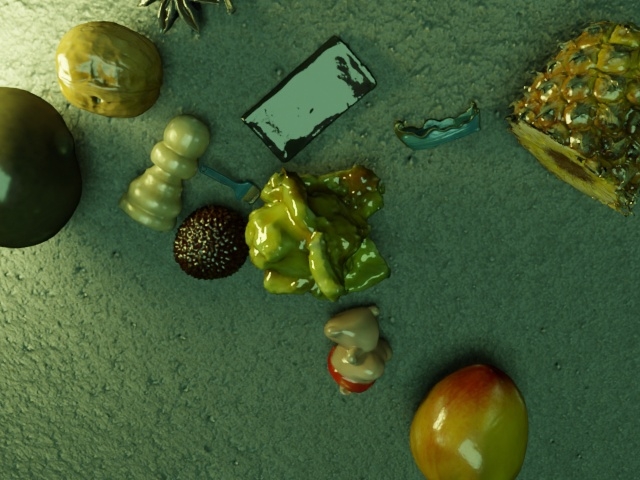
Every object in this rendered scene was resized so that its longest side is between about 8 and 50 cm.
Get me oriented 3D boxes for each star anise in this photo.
[{"bbox_3d":[-0.283,-0.528,1.497,0.262,0.081,0.230,21,111,6],"label":"star anise"}]

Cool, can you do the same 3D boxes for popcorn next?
[{"bbox_3d":[-0.005,0.010,1.579,0.326,0.321,0.290,29,148,-28],"label":"popcorn"}]

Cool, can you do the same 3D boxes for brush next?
[{"bbox_3d":[-0.206,-0.130,1.650,0.164,0.014,0.051,27,109,-35],"label":"brush"}]

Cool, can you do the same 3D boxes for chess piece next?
[{"bbox_3d":[-0.338,-0.162,1.623,0.143,0.143,0.260,27,105,-7],"label":"chess piece"}]

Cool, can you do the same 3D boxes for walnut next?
[{"bbox_3d":[-0.438,-0.354,1.520,0.222,0.195,0.195,16,111,-5],"label":"walnut"}]

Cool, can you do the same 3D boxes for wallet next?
[{"bbox_3d":[-0.024,-0.308,1.598,0.285,0.030,0.146,-39,102,15],"label":"wallet"}]

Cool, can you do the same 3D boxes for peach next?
[{"bbox_3d":[0.361,0.449,1.752,0.289,0.289,0.307,0,84,3],"label":"peach"}]

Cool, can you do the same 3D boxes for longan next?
[{"bbox_3d":[-0.668,-0.153,1.565,0.289,0.288,0.350,-1,103,3],"label":"longan"}]

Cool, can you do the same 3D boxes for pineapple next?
[{"bbox_3d":[0.570,-0.248,1.433,0.352,0.352,0.300,40,101,-12],"label":"pineapple"}]

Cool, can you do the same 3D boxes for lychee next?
[{"bbox_3d":[-0.249,0.008,1.659,0.188,0.188,0.188,1,111,3],"label":"lychee"}]

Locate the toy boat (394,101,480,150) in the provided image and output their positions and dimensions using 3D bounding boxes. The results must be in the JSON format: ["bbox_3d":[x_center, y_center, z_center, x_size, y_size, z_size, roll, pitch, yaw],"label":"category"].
[{"bbox_3d":[0.255,-0.253,1.579,0.186,0.075,0.077,-18,112,14],"label":"toy boat"}]

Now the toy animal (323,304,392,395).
[{"bbox_3d":[0.087,0.267,1.752,0.171,0.171,0.197,-8,108,6],"label":"toy animal"}]
